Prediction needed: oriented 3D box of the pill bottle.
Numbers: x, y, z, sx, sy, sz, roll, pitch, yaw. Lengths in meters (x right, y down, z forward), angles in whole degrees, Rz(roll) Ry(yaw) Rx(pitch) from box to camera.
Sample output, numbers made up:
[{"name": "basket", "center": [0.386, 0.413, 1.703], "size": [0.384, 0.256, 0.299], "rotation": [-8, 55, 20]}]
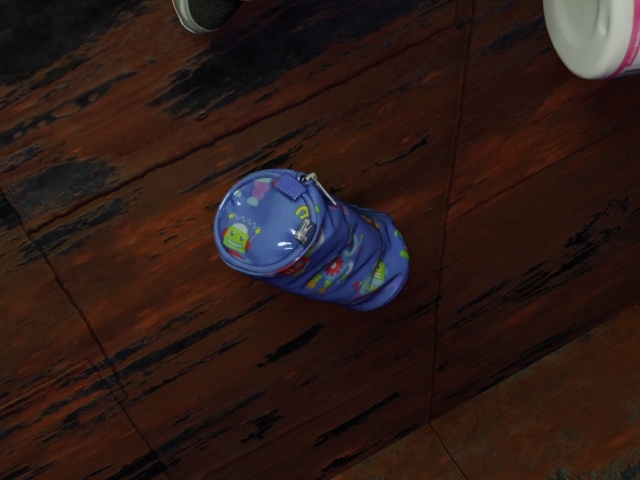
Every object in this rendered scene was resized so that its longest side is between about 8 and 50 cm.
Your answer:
[{"name": "pill bottle", "center": [0.383, -0.258, 1.330], "size": [0.283, 0.160, 0.160], "rotation": [-10, 151, -16]}]

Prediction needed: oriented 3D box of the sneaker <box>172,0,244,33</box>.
[{"name": "sneaker", "center": [-0.047, -0.234, 1.031], "size": [0.084, 0.083, 0.215], "rotation": [-10, 149, -45]}]

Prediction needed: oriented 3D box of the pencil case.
[{"name": "pencil case", "center": [0.000, 0.000, 1.508], "size": [0.133, 0.119, 0.306], "rotation": [-48, 154, 10]}]
